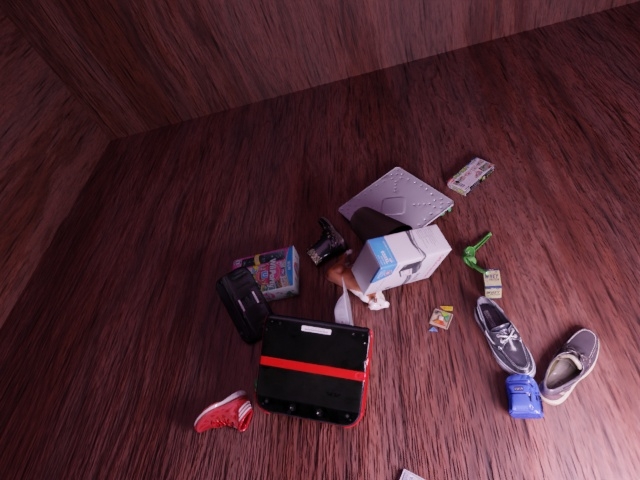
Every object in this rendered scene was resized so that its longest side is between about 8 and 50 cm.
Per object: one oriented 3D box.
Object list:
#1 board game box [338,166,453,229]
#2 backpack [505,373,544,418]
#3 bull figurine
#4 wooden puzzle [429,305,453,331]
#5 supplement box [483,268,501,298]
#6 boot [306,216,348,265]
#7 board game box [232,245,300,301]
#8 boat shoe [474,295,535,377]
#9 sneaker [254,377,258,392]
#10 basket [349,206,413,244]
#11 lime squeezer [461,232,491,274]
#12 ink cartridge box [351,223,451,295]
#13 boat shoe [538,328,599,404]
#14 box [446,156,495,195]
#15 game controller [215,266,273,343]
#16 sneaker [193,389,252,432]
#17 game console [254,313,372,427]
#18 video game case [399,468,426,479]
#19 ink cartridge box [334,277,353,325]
[{"bbox_3d":[0.345,-0.147,1.919,0.390,0.050,0.390,-36,48,-11],"label":"board game box"},{"bbox_3d":[0.620,0.470,1.245,0.098,0.101,0.120,-10,50,28],"label":"backpack"},{"bbox_3d":[0.170,0.162,1.695,0.311,0.101,0.188,26,58,30],"label":"bull figurine"},{"bbox_3d":[0.451,0.291,1.531,0.079,0.014,0.116,7,55,27],"label":"wooden puzzle"},{"bbox_3d":[0.638,0.162,1.519,0.056,0.083,0.083,-5,50,18],"label":"supplement box"},{"bbox_3d":[0.000,0.000,1.908,0.179,0.085,0.236,-34,48,-5],"label":"boot"},{"bbox_3d":[-0.249,0.166,1.859,0.304,0.097,0.223,-13,49,11],"label":"board game box"},{"bbox_3d":[0.618,0.319,1.381,0.108,0.102,0.301,-21,47,4],"label":"boat shoe"},{"bbox_3d":[-0.107,0.494,1.505,0.296,0.123,0.109,-29,47,-4],"label":"sneaker"},{"bbox_3d":[0.240,-0.040,1.741,0.204,0.154,0.227,-33,44,-16],"label":"basket"},{"bbox_3d":[0.611,0.066,1.603,0.110,0.058,0.310,-5,25,26],"label":"lime squeezer"},{"bbox_3d":[0.302,0.074,1.554,0.308,0.223,0.129,-13,60,-21],"label":"ink cartridge box"},{"bbox_3d":[0.780,0.382,1.271,0.285,0.092,0.103,-42,51,-14],"label":"boat shoe"},{"bbox_3d":[0.705,-0.304,1.919,0.207,0.036,0.114,-39,49,-13],"label":"box"},{"bbox_3d":[-0.318,0.270,1.737,0.167,0.067,0.319,-29,75,-8],"label":"game controller"},{"bbox_3d":[-0.350,0.657,1.490,0.221,0.087,0.128,-35,47,-8],"label":"sneaker"},{"bbox_3d":[-0.028,0.446,1.412,0.387,0.060,0.341,6,84,10],"label":"game console"},{"bbox_3d":[0.284,0.792,1.169,0.173,0.022,0.190,15,58,30],"label":"video game case"},{"bbox_3d":[0.089,0.285,1.561,0.066,0.189,0.232,-15,48,3],"label":"ink cartridge box"}]
